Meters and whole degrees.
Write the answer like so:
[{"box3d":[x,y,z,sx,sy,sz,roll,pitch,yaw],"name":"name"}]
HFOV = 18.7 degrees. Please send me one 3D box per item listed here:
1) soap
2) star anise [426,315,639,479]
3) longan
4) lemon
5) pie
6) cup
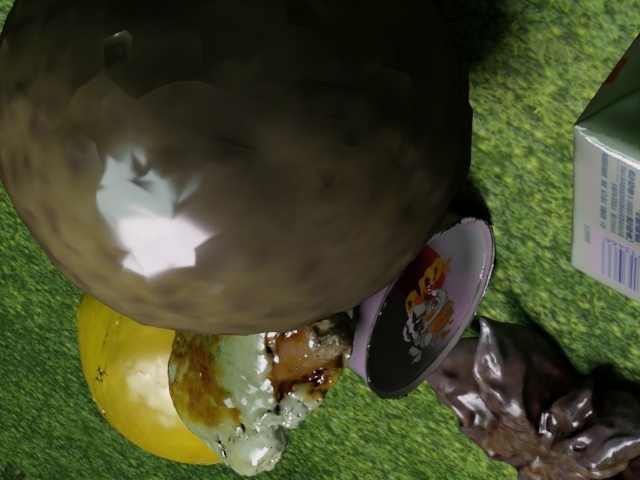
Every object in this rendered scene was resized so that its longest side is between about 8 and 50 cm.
[{"box3d":[0.278,-0.063,1.393,0.138,0.182,0.199,28,155,22],"name":"soap"},{"box3d":[0.243,0.190,1.976,0.315,0.108,0.315,35,163,13],"name":"star anise"},{"box3d":[-0.073,-0.110,1.560,0.391,0.391,0.391,29,155,15],"name":"longan"},{"box3d":[-0.125,0.101,2.092,0.297,0.297,0.297,29,155,15],"name":"lemon"},{"box3d":[-0.071,0.075,1.814,0.257,0.105,0.274,59,136,35],"name":"pie"},{"box3d":[0.000,0.000,1.894,0.288,0.203,0.203,30,156,28],"name":"cup"}]
